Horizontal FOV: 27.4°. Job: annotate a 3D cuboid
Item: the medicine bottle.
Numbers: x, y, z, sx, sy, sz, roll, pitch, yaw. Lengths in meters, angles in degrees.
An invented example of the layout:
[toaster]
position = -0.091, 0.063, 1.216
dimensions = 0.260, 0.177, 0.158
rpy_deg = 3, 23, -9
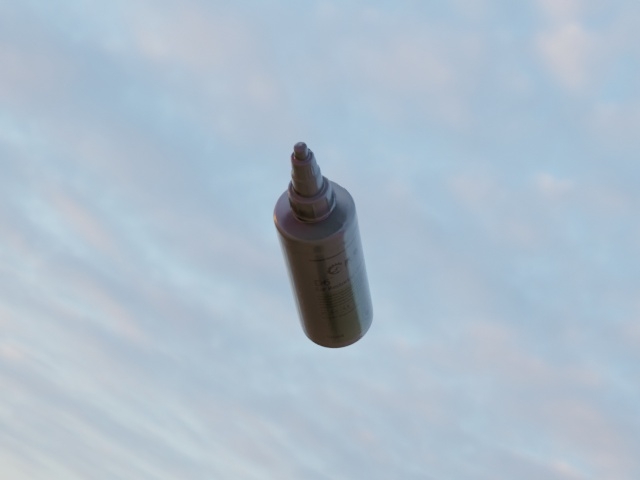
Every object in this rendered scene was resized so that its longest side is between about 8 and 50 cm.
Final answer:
[medicine bottle]
position = 0.000, 0.000, 0.902
dimensions = 0.057, 0.058, 0.199
rpy_deg = 20, -32, 22
